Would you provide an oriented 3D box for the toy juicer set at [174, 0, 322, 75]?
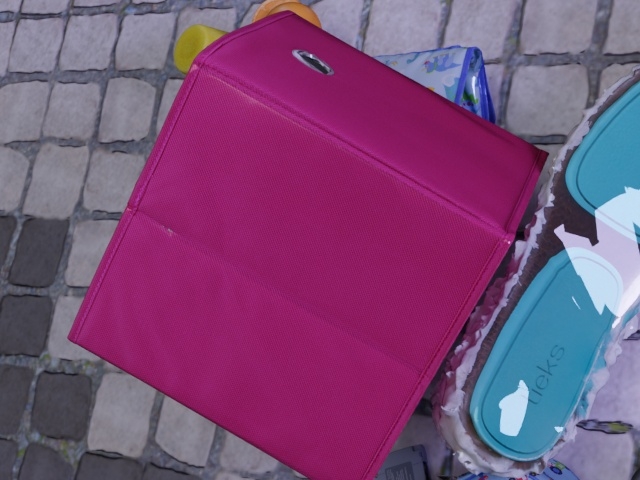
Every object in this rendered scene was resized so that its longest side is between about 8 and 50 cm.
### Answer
[{"bbox_3d":[-0.049,-0.083,1.343,0.209,0.089,0.329,-20,62,38],"label":"toy juicer set"}]

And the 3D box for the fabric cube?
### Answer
[{"bbox_3d":[0.000,0.000,1.099,0.258,0.254,0.259,30,112,5],"label":"fabric cube"}]

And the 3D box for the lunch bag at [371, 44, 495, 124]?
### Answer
[{"bbox_3d":[0.087,-0.100,1.270,0.128,0.096,0.151,-2,82,32],"label":"lunch bag"}]

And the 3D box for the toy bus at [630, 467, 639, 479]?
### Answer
[{"bbox_3d":[0.326,0.247,0.969,0.220,0.149,0.212,-19,67,24],"label":"toy bus"}]

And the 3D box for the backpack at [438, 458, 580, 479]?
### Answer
[{"bbox_3d":[0.139,0.254,1.099,0.173,0.117,0.158,-30,68,14],"label":"backpack"}]

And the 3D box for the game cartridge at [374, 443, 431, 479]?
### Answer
[{"bbox_3d":[0.073,0.226,1.214,0.056,0.017,0.083,-19,64,22],"label":"game cartridge"}]

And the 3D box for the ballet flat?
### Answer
[{"bbox_3d":[0.211,0.008,1.123,0.147,0.147,0.409,28,74,36],"label":"ballet flat"}]
